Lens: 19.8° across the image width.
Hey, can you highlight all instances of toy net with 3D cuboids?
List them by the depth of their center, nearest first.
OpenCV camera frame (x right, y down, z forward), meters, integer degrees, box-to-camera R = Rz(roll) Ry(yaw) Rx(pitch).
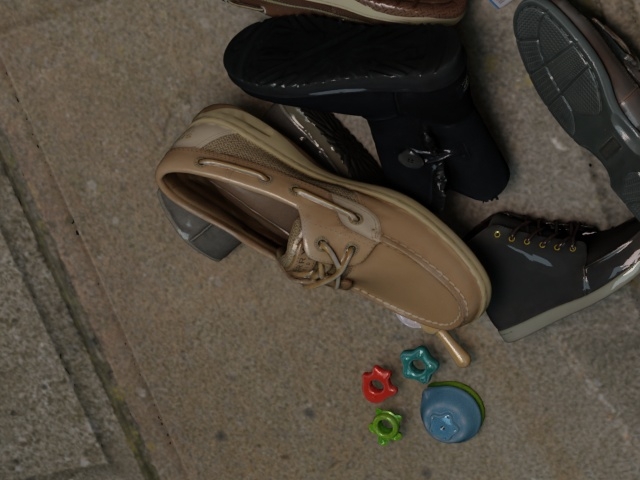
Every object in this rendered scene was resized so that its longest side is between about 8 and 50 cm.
[{"bbox_3d":[0.104,0.110,1.914,0.122,0.045,0.232,5,114,20],"label":"toy net"}]

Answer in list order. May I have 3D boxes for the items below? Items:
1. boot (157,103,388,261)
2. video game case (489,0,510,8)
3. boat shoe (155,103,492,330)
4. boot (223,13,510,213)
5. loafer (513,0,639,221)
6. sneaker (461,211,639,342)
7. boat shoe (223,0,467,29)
[{"bbox_3d":[-0.046,-0.039,1.878,0.208,0.076,0.189,-41,85,25],"label":"boot"},{"bbox_3d":[0.182,-0.294,1.673,0.119,0.015,0.166,42,133,-18],"label":"video game case"},{"bbox_3d":[0.000,0.000,1.766,0.341,0.110,0.121,29,137,7],"label":"boat shoe"},{"bbox_3d":[0.046,-0.113,1.758,0.246,0.094,0.207,3,142,22],"label":"boot"},{"bbox_3d":[0.282,-0.125,1.722,0.267,0.084,0.096,56,149,1],"label":"loafer"},{"bbox_3d":[0.233,0.005,1.790,0.222,0.083,0.118,-33,97,29],"label":"sneaker"},{"bbox_3d":[0.014,-0.239,1.762,0.257,0.095,0.095,19,143,10],"label":"boat shoe"}]
